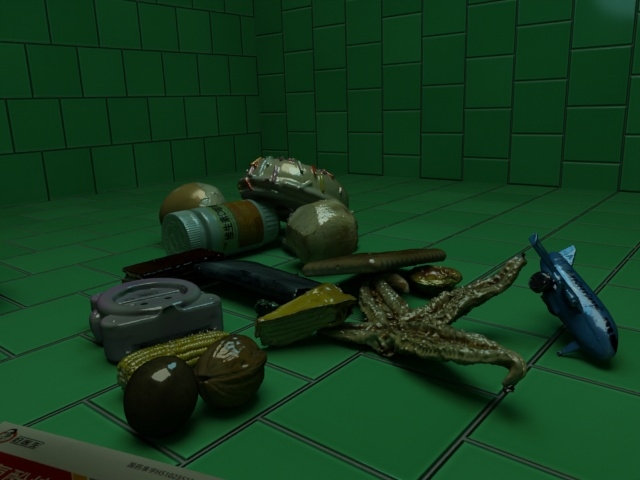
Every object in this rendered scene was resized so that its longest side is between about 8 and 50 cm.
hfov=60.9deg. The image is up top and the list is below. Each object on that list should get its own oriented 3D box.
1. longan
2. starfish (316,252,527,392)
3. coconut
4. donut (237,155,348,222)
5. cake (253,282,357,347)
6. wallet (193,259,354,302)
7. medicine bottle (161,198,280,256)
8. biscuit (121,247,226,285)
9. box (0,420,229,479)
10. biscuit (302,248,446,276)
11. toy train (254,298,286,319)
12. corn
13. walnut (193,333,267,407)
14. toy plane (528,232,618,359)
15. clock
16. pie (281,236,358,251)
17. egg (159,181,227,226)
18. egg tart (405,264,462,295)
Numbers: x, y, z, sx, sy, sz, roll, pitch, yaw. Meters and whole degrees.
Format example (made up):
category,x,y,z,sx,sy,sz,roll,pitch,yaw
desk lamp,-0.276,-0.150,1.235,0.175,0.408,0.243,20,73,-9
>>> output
category,x,y,z,sx,sy,sz,roll,pitch,yaw
longan,-0.220,0.215,0.741,0.119,0.106,0.106,-44,-12,33
starfish,0.204,0.129,0.970,0.432,0.082,0.324,-7,20,46
coconut,0.016,-0.018,1.450,0.195,0.194,0.194,-2,14,0
donut,-0.082,-0.152,1.758,0.383,0.142,0.382,16,-12,4
cake,-0.017,0.147,0.981,0.185,0.079,0.116,-24,28,-36
wallet,-0.116,0.091,1.244,0.379,0.046,0.191,10,4,44
medicine bottle,-0.283,-0.030,1.589,0.318,0.158,0.158,-14,19,-42
biscuit,-0.358,0.081,1.338,0.106,0.070,0.252,10,19,42
box,-0.273,0.287,0.526,0.354,0.069,0.214,5,16,21
biscuit,0.132,0.048,1.281,0.217,0.044,0.325,-5,-1,41
toy train,-0.086,0.143,1.113,0.103,0.044,0.064,8,12,33
corn,-0.229,0.192,0.883,0.203,0.071,0.072,-14,18,-41
walnut,-0.131,0.191,0.805,0.105,0.105,0.124,5,8,24
toy plane,0.446,0.105,0.971,0.105,0.254,0.271,-30,33,28
clock,-0.331,0.139,1.069,0.228,0.090,0.248,-11,15,-33
pie,0.000,0.000,1.644,0.241,0.054,0.240,-1,12,0
egg,-0.405,-0.085,1.748,0.245,0.200,0.201,-9,11,21
egg tart,0.257,0.092,1.246,0.131,0.052,0.130,-1,15,0
